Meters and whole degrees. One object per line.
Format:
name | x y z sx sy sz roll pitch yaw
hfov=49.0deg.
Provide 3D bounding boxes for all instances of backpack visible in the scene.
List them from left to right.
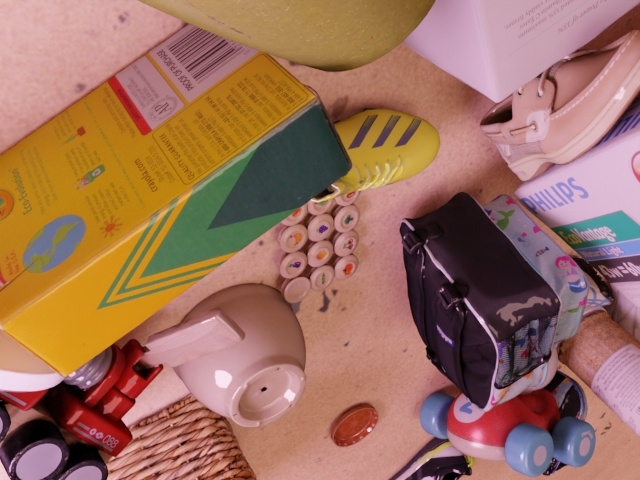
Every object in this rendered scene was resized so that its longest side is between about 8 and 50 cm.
backpack | 0.210 0.083 0.895 0.191 0.225 0.254 -21 137 -13
backpack | 0.401 0.303 1.258 0.116 0.158 0.173 3 110 -46

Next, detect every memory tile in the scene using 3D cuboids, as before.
memory tile | 0.000 0.000 0.822 0.113 0.012 0.148 -20 129 -26

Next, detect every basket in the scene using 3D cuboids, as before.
basket | -0.201 0.373 0.840 0.299 0.223 0.214 -27 134 -16

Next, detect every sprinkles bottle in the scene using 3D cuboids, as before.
sprinkles bottle | 0.511 0.236 1.125 0.121 0.355 0.121 -18 132 -21

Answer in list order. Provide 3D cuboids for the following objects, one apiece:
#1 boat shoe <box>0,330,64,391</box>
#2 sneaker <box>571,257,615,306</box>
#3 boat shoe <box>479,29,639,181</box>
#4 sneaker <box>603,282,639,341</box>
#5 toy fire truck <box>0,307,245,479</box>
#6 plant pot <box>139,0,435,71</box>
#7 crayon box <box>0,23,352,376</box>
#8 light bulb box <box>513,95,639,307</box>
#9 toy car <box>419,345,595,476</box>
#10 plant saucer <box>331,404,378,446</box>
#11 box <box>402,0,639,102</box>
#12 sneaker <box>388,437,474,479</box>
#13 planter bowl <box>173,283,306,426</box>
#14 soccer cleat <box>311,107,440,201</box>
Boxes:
boat shoe | -0.348 0.070 0.542 0.301 0.108 0.102 19 118 -21
sneaker | 0.385 0.078 1.119 0.237 0.085 0.086 8 136 -39
boat shoe | 0.240 -0.142 0.716 0.109 0.098 0.302 -47 178 -7
sneaker | 0.572 0.127 1.230 0.114 0.152 0.305 -10 127 -27
toy fire truck | -0.225 0.120 0.691 0.246 0.158 0.217 -47 137 -11
plant pot | -0.050 -0.239 0.426 0.275 0.275 0.293 -48 137 8
crayon box | -0.160 -0.038 0.559 0.318 0.202 0.081 -36 136 -4
light bulb box | 0.451 -0.130 0.733 0.361 0.225 0.358 -48 179 -7
toy car | 0.303 0.219 1.124 0.210 0.219 0.238 4 92 -36
plant saucer | 0.053 0.289 1.098 0.083 0.013 0.084 -19 133 -22
box | 0.144 -0.327 0.562 0.215 0.168 0.345 -35 136 -6
sneaker | 0.182 0.455 1.258 0.084 0.097 0.235 26 107 -44
planter bowl | -0.082 0.148 0.825 0.162 0.109 0.162 -19 133 -22
soccer cleat | 0.015 -0.074 0.707 0.289 0.121 0.094 -7 126 -31
